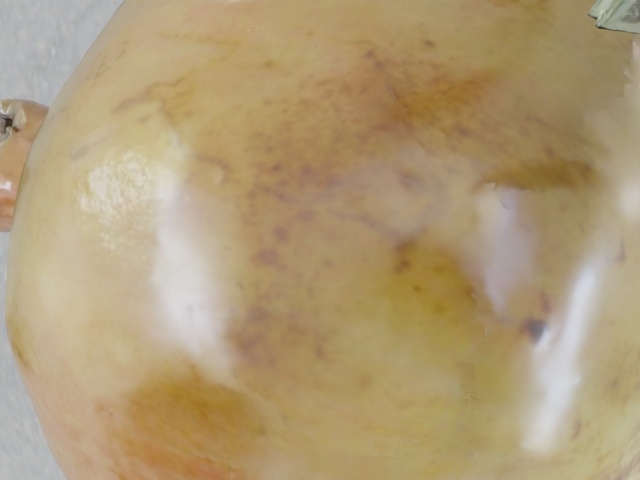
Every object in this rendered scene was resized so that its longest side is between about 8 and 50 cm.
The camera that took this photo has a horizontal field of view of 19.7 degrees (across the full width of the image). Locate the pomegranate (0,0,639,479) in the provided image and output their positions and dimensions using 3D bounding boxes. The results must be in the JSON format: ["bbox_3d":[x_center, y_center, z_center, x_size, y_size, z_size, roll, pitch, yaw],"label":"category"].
[{"bbox_3d":[0.000,0.000,0.636,0.270,0.229,0.252,16,60,19],"label":"pomegranate"}]

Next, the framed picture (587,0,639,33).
[{"bbox_3d":[0.180,-0.123,0.402,0.173,0.231,0.010,3,46,-39],"label":"framed picture"}]
